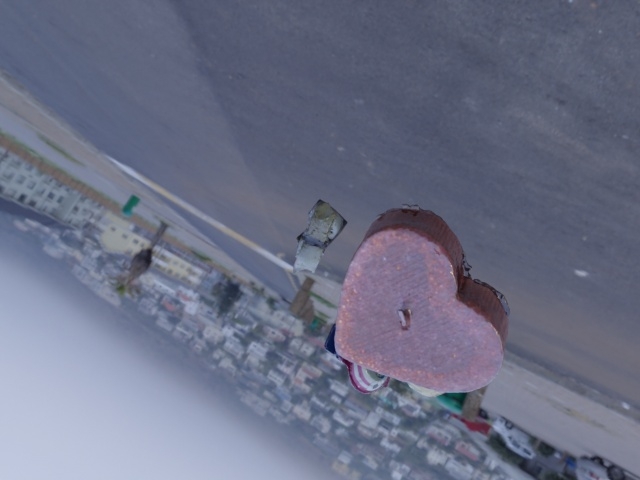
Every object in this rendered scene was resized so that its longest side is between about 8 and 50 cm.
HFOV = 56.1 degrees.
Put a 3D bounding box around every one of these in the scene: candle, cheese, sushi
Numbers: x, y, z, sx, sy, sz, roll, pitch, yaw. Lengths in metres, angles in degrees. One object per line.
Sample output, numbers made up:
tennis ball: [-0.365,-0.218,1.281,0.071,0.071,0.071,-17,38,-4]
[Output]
candle: [0.140,0.119,1.007,0.316,0.287,0.131,59,-151,-8]
cheese: [0.105,0.301,1.540,0.244,0.155,0.062,41,150,-28]
sushi: [-0.020,-0.001,2.050,0.134,0.272,0.109,34,175,-5]

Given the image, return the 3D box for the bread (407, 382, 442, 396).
bread: [0.303,0.276,1.435,0.106,0.140,0.236,32,132,2]
